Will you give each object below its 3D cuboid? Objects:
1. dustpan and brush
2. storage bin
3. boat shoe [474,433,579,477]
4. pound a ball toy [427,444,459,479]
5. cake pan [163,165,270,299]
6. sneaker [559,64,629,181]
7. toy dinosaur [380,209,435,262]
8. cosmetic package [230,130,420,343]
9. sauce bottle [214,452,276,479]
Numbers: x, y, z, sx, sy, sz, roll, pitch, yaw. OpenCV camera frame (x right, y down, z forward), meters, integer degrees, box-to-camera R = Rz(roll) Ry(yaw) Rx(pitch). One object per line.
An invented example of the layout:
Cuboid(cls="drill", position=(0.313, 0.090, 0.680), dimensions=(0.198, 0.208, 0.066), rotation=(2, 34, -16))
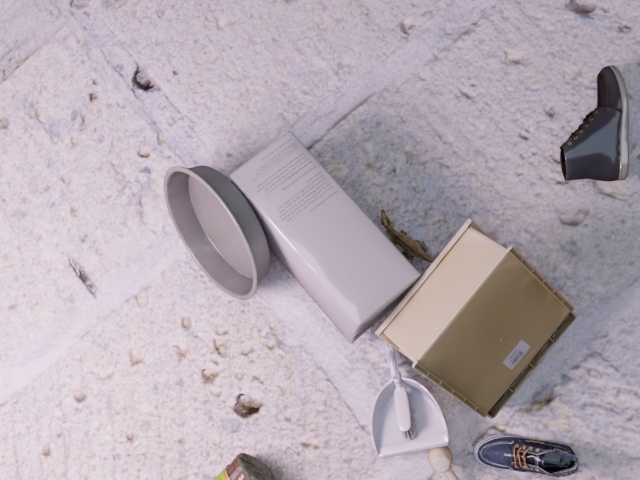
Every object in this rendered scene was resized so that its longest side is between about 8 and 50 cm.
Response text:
Cuboid(cls="dustpan and brush", position=(0.155, 0.296, 1.341), dimensions=(0.147, 0.060, 0.211), rotation=(-18, 57, 18))
Cuboid(cls="storage bin", position=(0.288, 0.150, 1.248), dimensions=(0.260, 0.123, 0.262), rotation=(38, 91, -33))
Cuboid(cls="boat shoe", position=(0.377, 0.395, 1.281), dimensions=(0.183, 0.083, 0.065), rotation=(-2, 83, 10))
Cuboid(cls="pound a ball toy", position=(0.217, 0.561, 1.265), dimensions=(0.208, 0.136, 0.319), rotation=(-31, 80, 6))
Cuboid(cls="cake pan", position=(-0.199, -0.022, 1.354), dimensions=(0.054, 0.293, 0.293), rotation=(-34, 77, -29))
Cuboid(cls="sneaker", position=(0.516, -0.222, 1.328), dimensions=(0.118, 0.083, 0.222), rotation=(-2, 84, 10))
Cuboid(cls="toy dinosaur", position=(0.179, 0.015, 1.356), dimensions=(0.183, 0.092, 0.053), rotation=(38, 92, 12))
Cuboid(cls="cosmetic package", position=(0.000, 0.000, 1.325), dimensions=(0.155, 0.197, 0.365), rotation=(-39, 80, -15))
Cuboid(cls="sauce bottle", position=(-0.228, 0.577, 1.356), dimensions=(0.111, 0.111, 0.344), rotation=(39, 91, 12))
